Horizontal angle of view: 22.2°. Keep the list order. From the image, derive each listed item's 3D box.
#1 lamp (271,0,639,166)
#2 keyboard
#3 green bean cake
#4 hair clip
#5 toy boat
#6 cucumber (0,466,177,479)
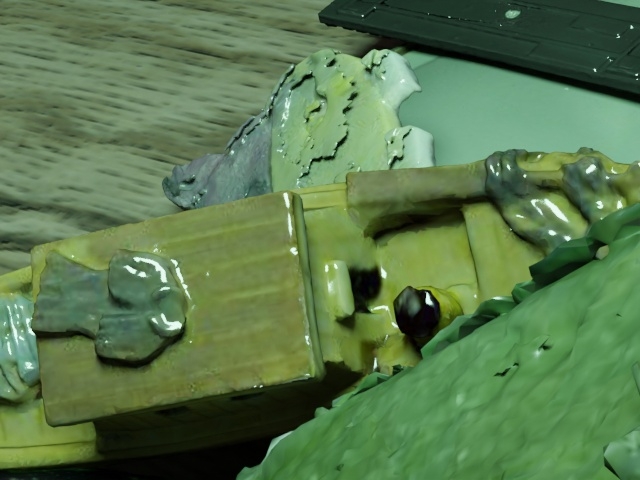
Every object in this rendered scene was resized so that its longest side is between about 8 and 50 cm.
[{"bbox_3d":[0.140,-0.042,0.759,0.266,0.047,0.269,-26,41,-20],"label":"lamp"},{"bbox_3d":[0.093,-0.107,0.807,0.204,0.013,0.061,18,46,37],"label":"keyboard"},{"bbox_3d":[0.037,0.129,0.425,0.255,0.132,0.241,-39,16,40],"label":"green bean cake"},{"bbox_3d":[-0.005,-0.002,0.703,0.146,0.056,0.187,-38,49,25],"label":"hair clip"},{"bbox_3d":[-0.028,0.026,0.593,0.321,0.121,0.089,-13,76,19],"label":"toy boat"},{"bbox_3d":[-0.151,0.121,0.601,0.241,0.074,0.074,-7,38,2],"label":"cucumber"}]
